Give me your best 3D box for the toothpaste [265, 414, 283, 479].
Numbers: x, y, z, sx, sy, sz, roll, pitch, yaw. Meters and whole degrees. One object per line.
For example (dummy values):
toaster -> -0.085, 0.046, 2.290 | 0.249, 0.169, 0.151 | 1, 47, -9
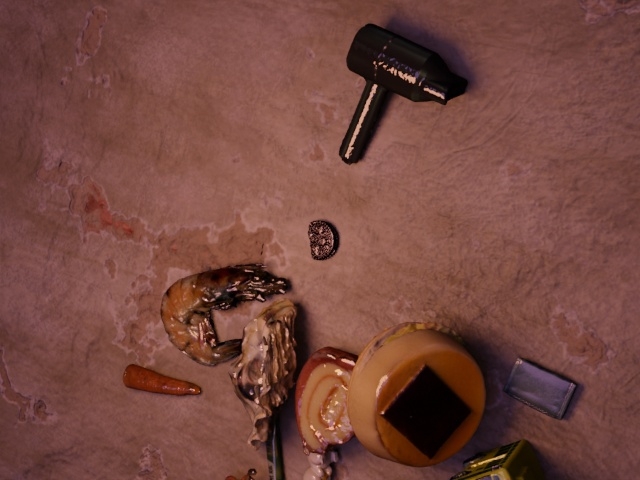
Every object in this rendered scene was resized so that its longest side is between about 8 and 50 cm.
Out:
toothpaste -> -0.109, 0.502, 1.916 | 0.049, 0.031, 0.204 | -10, 84, 38

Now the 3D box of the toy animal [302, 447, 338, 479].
toy animal -> -0.012, 0.525, 1.848 | 0.085, 0.071, 0.124 | 12, 96, 24

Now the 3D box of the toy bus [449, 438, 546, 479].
toy bus -> 0.346, 0.480, 1.574 | 0.150, 0.262, 0.128 | -26, 80, 21

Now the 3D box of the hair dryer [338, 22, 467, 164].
hair dryer -> 0.151, -0.279, 1.755 | 0.244, 0.116, 0.302 | 32, 115, 22

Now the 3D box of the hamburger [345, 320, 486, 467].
hamburger -> 0.191, 0.308, 1.644 | 0.176, 0.300, 0.300 | 27, 105, 62

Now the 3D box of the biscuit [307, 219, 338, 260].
biscuit -> 0.000, 0.000, 1.859 | 0.087, 0.027, 0.089 | 34, 105, 20

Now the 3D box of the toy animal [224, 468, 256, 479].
toy animal -> -0.208, 0.670, 1.935 | 0.157, 0.097, 0.312 | 7, 92, 31

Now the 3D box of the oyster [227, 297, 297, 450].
oyster -> -0.124, 0.300, 1.838 | 0.238, 0.115, 0.351 | -171, 94, -68

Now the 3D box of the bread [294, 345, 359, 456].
bread -> 0.030, 0.352, 1.798 | 0.190, 0.123, 0.244 | 25, 101, 25

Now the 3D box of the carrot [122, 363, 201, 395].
carrot -> -0.390, 0.358, 2.038 | 0.210, 0.061, 0.061 | 9, 94, 22

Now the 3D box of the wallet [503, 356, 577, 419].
wallet -> 0.444, 0.299, 1.653 | 0.129, 0.026, 0.088 | 25, 105, 22

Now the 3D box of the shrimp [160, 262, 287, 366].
shrimp -> -0.227, 0.180, 1.955 | 0.365, 0.071, 0.233 | -12, 95, 24
